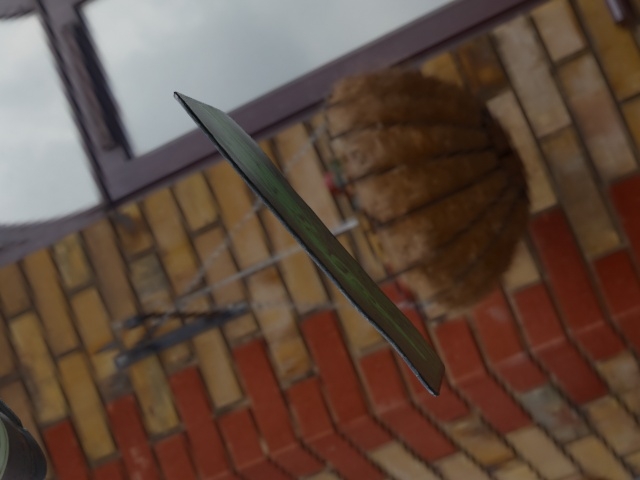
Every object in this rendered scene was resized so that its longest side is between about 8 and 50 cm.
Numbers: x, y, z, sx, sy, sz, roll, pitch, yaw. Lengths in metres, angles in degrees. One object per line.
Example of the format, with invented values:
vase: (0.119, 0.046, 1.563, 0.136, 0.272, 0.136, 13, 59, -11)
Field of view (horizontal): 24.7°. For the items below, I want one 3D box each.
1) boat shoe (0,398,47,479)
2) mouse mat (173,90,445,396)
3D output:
boat shoe: (-0.299, 0.109, 0.970, 0.092, 0.285, 0.103, 39, -108, -56)
mouse mat: (0.000, 0.000, 0.741, 0.190, 0.007, 0.152, 48, -175, 3)
